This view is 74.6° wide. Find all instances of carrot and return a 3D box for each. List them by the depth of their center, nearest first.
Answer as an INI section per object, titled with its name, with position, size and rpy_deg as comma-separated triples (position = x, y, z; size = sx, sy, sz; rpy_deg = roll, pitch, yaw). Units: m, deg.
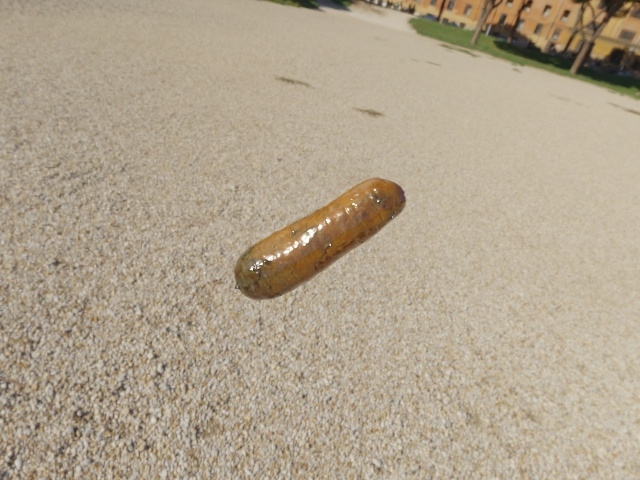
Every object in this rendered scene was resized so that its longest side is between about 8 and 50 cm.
[carrot]
position = 0.000, 0.000, 0.408
size = 0.186, 0.060, 0.060
rpy_deg = -30, 35, 7
